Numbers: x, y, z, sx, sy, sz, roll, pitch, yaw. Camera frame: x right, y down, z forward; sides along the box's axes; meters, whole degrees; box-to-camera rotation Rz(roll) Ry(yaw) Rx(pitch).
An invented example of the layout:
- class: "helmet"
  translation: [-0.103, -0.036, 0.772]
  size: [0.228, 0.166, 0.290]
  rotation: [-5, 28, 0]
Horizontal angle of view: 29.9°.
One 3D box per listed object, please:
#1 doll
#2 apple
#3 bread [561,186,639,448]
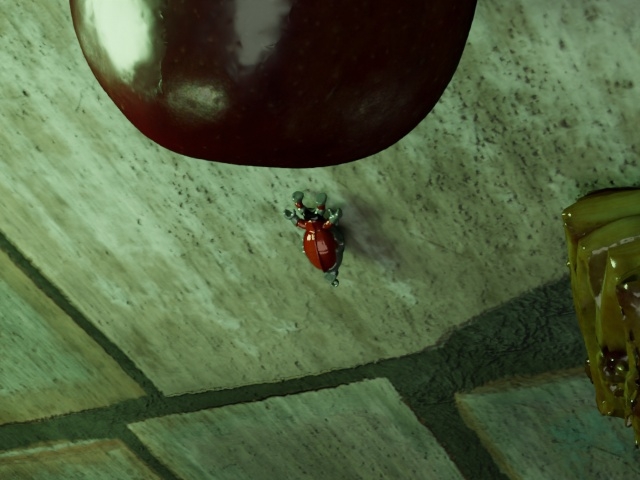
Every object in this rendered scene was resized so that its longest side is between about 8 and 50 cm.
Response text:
- class: "doll"
  translation: [0.000, -0.001, 1.215]
  size: [0.057, 0.039, 0.114]
  rotation: [-17, 124, 0]
- class: "apple"
  translation: [-0.026, -0.198, 0.840]
  size: [0.288, 0.288, 0.317]
  rotation: [22, 131, -2]
- class: "bread"
  translation: [0.375, 0.081, 1.053]
  size: [0.324, 0.167, 0.278]
  rotation: [1, 135, 23]
